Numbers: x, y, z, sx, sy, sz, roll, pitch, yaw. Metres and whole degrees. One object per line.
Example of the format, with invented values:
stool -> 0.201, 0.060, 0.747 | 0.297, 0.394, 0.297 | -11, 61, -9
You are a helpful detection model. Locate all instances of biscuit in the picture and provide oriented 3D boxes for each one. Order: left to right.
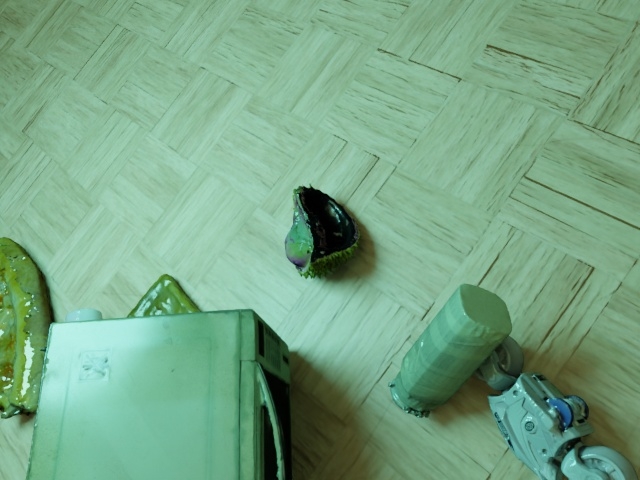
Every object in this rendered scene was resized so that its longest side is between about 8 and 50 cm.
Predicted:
biscuit -> -0.297, 0.171, 0.983 | 0.183, 0.039, 0.174 | 34, 84, 33

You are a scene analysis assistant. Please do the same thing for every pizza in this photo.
pizza -> -0.723, 0.176, 1.156 | 0.435, 0.080, 0.392 | -2, 68, 22

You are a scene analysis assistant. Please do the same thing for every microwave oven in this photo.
microwave oven -> -0.198, 0.323, 0.721 | 0.333, 0.247, 0.394 | -4, 65, 2

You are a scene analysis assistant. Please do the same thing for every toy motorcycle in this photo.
toy motorcycle -> 0.276, 0.229, 0.666 | 0.112, 0.112, 0.254 | -41, 52, 4

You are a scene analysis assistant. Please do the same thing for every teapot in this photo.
teapot -> 0.165, 0.144, 0.710 | 0.107, 0.077, 0.200 | -84, 18, -53

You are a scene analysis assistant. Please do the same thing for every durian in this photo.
durian -> -0.002, 0.002, 0.902 | 0.108, 0.119, 0.187 | -58, 35, 38

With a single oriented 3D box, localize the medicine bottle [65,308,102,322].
medicine bottle -> -0.436, 0.257, 0.978 | 0.095, 0.095, 0.260 | -26, 62, 13
